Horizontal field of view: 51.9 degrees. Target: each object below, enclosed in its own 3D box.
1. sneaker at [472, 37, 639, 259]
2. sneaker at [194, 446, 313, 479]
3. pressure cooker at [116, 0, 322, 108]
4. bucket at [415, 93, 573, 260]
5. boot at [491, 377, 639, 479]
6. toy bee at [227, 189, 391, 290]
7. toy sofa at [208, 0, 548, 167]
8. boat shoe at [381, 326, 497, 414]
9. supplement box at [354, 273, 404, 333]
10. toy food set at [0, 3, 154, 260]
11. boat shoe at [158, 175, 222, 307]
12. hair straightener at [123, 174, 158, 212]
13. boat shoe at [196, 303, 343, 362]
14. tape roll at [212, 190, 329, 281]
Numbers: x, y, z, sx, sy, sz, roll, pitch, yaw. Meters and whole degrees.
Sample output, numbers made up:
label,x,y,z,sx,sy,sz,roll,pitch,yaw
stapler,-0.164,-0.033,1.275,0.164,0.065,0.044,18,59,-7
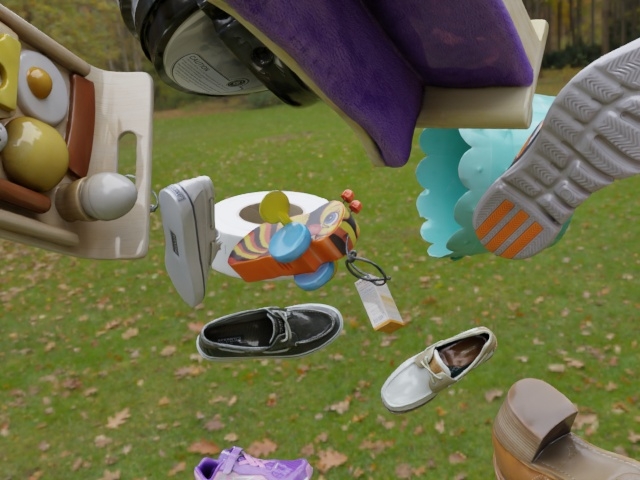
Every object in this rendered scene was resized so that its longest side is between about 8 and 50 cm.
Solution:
label,x,y,z,sx,sy,sz,roll,pitch,yaw
sneaker,0.301,-0.126,0.742,0.321,0.124,0.180,-47,1,42
sneaker,-0.127,0.406,1.137,0.236,0.105,0.095,-20,6,24
pressure cooker,-0.095,-0.388,0.895,0.369,0.421,0.375,-13,-9,-33
bucket,0.267,-0.107,1.029,0.182,0.281,0.281,2,13,-5
boot,0.203,0.214,0.502,0.072,0.152,0.197,-21,47,-12
toy bee,0.000,0.000,1.055,0.298,0.195,0.162,13,57,23
toy sofa,0.066,-0.202,0.557,0.150,0.177,0.362,6,-17,35
boat shoe,0.266,0.289,1.508,0.302,0.113,0.103,-34,-22,-4
supplement box,0.106,0.115,1.183,0.036,0.099,0.062,-33,-29,22
toy food set,-0.253,-0.114,0.595,0.092,0.220,0.306,-5,-13,18
boat shoe,-0.211,0.004,1.111,0.088,0.268,0.096,-29,49,-30
hair straightener,-0.368,-0.068,1.075,0.230,0.089,0.047,2,40,20
boat shoe,-0.105,0.207,1.454,0.334,0.121,0.119,-11,-18,-13
tape roll,-0.106,-0.017,1.421,0.286,0.100,0.286,0,24,0
